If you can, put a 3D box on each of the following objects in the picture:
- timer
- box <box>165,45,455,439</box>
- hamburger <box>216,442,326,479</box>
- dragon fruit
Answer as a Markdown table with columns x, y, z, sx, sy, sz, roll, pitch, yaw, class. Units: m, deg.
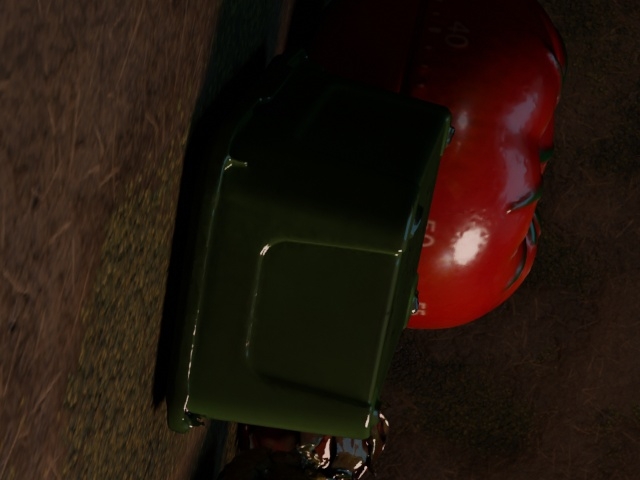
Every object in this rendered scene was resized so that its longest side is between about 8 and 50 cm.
| x | y | z | sx | sy | sz | roll | pitch | yaw | class |
| --- | --- | --- | --- | --- | --- | --- | --- | --- | --- |
| 0.102 | -0.099 | 1.613 | 0.378 | 0.279 | 0.378 | 12 | 90 | -83 | timer |
| 0.000 | 0.000 | 1.262 | 0.328 | 0.178 | 0.253 | -67 | 166 | -67 | box |
| -0.070 | 0.306 | 1.526 | 0.215 | 0.122 | 0.189 | -63 | 165 | -53 | hamburger |
| -0.006 | 0.204 | 1.761 | 0.188 | 0.182 | 0.182 | -96 | -168 | -58 | dragon fruit |
